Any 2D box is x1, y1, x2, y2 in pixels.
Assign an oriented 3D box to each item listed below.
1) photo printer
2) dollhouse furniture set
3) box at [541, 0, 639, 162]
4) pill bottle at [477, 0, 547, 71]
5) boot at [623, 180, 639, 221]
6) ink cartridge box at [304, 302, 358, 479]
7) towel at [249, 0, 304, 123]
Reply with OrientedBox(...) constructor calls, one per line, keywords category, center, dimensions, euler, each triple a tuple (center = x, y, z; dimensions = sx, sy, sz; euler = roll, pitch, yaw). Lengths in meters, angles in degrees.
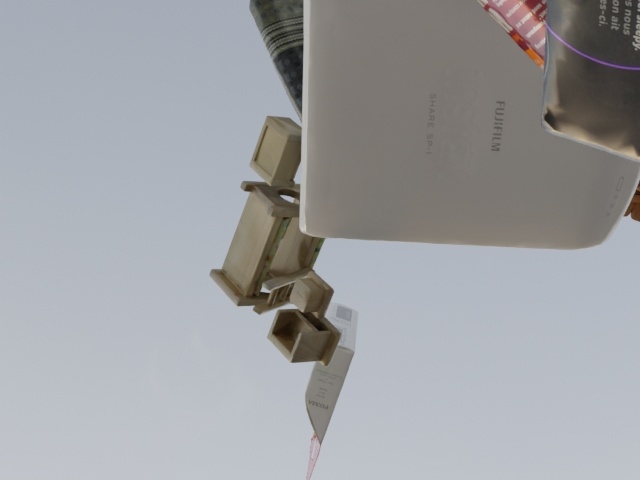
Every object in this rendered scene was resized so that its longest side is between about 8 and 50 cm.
OrientedBox(category="photo printer", center=(0.137, -0.116, 0.965), dimensions=(0.307, 0.107, 0.256), euler=(3, -65, 2))
OrientedBox(category="dollhouse furniture set", center=(0.000, 0.000, 1.057), dimensions=(0.101, 0.161, 0.182), euler=(0, -59, -41))
OrientedBox(category="box", center=(0.242, -0.103, 0.439), dimensions=(0.143, 0.270, 0.165), euler=(-36, -44, -35))
OrientedBox(category="pill bottle", center=(0.163, -0.164, 0.668), dimensions=(0.121, 0.121, 0.221), euler=(-43, -88, 3))
OrientedBox(category="boot", center=(0.433, -0.117, 1.589), dimensions=(0.073, 0.197, 0.152), euler=(-29, -38, -58))
OrientedBox(category="ink cartridge box", center=(-0.004, 0.221, 1.593), dimensions=(0.056, 0.181, 0.224), euler=(20, -75, -2))
OrientedBox(category="towel", center=(0.105, -0.177, 1.299), dimensions=(0.324, 0.312, 0.056), euler=(-15, -21, -31))
